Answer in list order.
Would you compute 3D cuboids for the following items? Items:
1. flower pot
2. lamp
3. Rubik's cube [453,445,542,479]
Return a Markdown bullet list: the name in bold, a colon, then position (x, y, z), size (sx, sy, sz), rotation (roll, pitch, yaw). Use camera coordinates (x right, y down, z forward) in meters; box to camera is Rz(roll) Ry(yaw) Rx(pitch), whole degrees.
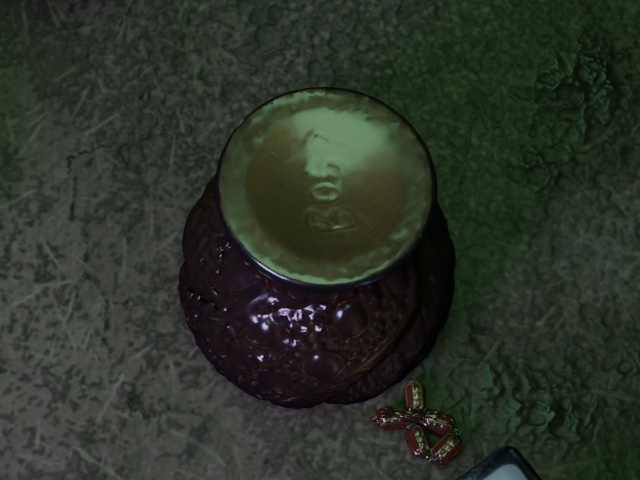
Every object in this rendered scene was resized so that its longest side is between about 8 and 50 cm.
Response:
- **flower pot**: position (0.000, 0.000, 1.820), size (0.266, 0.267, 0.266), rotation (1, 70, -2)
- **lamp**: position (0.096, 0.178, 1.885), size (0.063, 0.031, 0.083), rotation (-40, 81, -15)
- **Rubik's cube**: position (0.107, 0.425, 1.624), size (0.344, 0.344, 0.337), rotation (-34, 76, -15)
